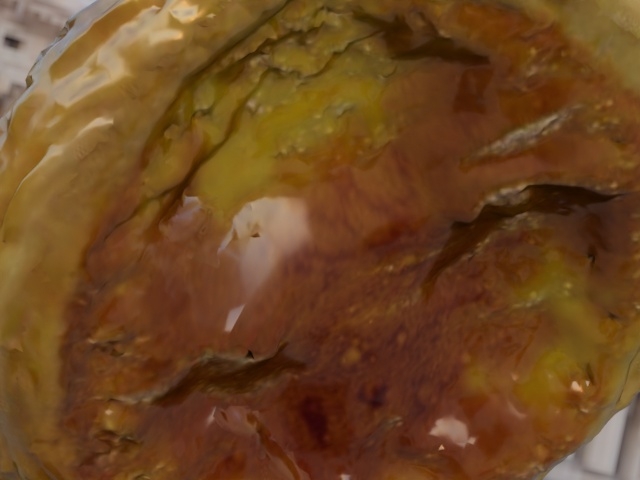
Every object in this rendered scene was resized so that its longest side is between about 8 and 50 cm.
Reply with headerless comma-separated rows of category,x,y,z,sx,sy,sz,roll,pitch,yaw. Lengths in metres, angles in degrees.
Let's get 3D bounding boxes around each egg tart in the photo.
egg tart,0.000,0.000,1.061,0.443,0.443,0.178,20,21,-35
